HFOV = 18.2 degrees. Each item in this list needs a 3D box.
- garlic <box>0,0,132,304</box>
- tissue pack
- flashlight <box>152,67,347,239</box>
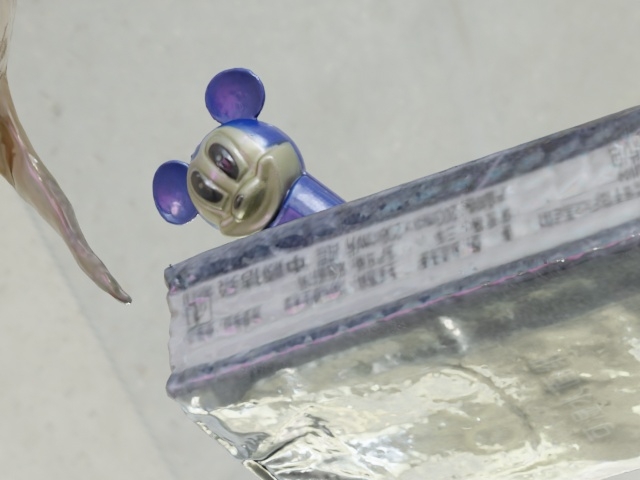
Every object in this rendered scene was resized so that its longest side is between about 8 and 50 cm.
[{"bbox_3d":[-0.122,-0.068,0.428,0.090,0.128,0.198,-34,139,18],"label":"garlic"},{"bbox_3d":[0.050,0.027,0.532,0.156,0.051,0.112,-18,142,19],"label":"tissue pack"},{"bbox_3d":[0.000,0.000,0.616,0.057,0.121,0.035,-57,163,17],"label":"flashlight"}]
